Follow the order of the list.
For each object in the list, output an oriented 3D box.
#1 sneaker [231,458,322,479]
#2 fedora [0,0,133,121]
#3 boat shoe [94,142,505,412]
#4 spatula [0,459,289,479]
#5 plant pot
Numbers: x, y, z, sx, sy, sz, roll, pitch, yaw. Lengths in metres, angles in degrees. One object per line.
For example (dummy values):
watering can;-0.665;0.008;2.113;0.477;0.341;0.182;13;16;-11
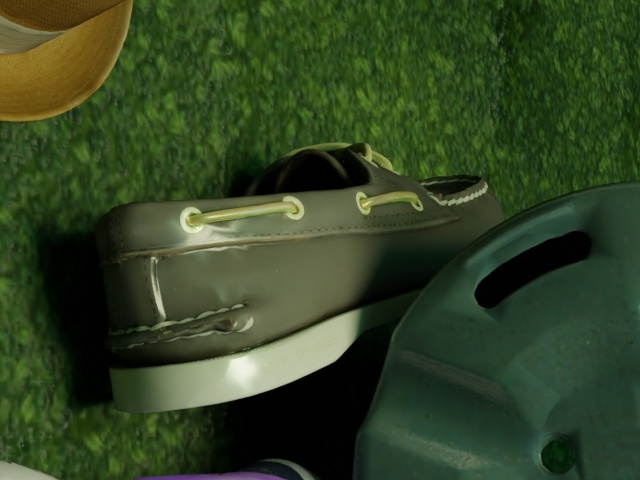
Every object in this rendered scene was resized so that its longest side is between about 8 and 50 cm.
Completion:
sneaker;-0.072;0.189;0.668;0.153;0.099;0.282;45;47;-39
fedora;-0.123;-0.145;0.701;0.194;0.079;0.194;21;64;-52
boat shoe;0.004;-0.001;0.823;0.305;0.109;0.091;-22;100;-55
spatula;-0.109;0.097;0.639;0.296;0.030;0.084;19;24;-37
plant pot;0.196;0.126;0.827;0.334;0.341;0.341;19;66;-61
